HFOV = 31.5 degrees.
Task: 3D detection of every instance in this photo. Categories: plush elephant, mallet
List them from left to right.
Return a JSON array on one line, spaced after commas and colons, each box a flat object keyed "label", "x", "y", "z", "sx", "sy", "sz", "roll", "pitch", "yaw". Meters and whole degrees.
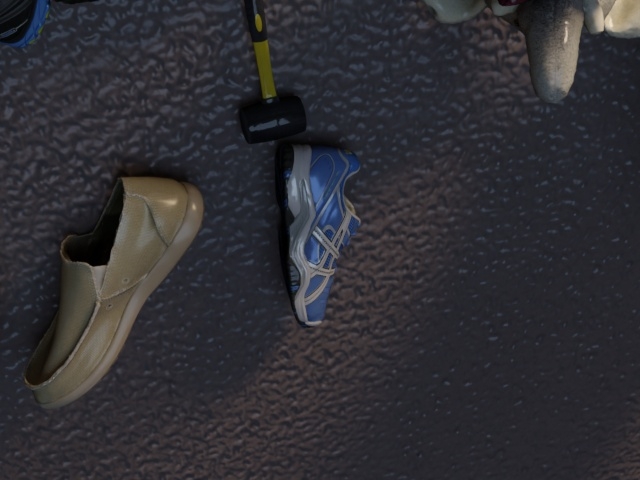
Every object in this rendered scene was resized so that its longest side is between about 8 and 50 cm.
[{"label": "mallet", "x": -0.064, "y": -0.177, "z": 1.051, "sx": 0.062, "sy": 0.039, "sz": 0.190, "roll": -21, "pitch": 121, "yaw": -8}, {"label": "plush elephant", "x": 0.193, "y": -0.246, "z": 0.948, "sx": 0.271, "sy": 0.330, "sz": 0.255, "roll": 0, "pitch": 135, "yaw": 12}]

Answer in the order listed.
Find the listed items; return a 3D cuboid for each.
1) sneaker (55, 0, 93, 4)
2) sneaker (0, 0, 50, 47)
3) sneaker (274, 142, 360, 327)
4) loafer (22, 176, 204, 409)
[{"label": "sneaker", "x": -0.057, "y": -0.340, "z": 0.813, "sx": 0.410, "sy": 0.158, "sz": 0.182, "roll": -30, "pitch": 100, "yaw": 2}, {"label": "sneaker", "x": -0.248, "y": -0.247, "z": 0.926, "sx": 0.078, "sy": 0.067, "sz": 0.188, "roll": 9, "pitch": 121, "yaw": -29}, {"label": "sneaker", "x": 0.000, "y": 0.000, "z": 1.151, "sx": 0.081, "sy": 0.080, "sz": 0.211, "roll": -6, "pitch": 124, "yaw": -10}, {"label": "loafer", "x": -0.219, "y": 0.042, "z": 1.103, "sx": 0.092, "sy": 0.102, "sz": 0.268, "roll": 30, "pitch": 99, "yaw": -29}]
